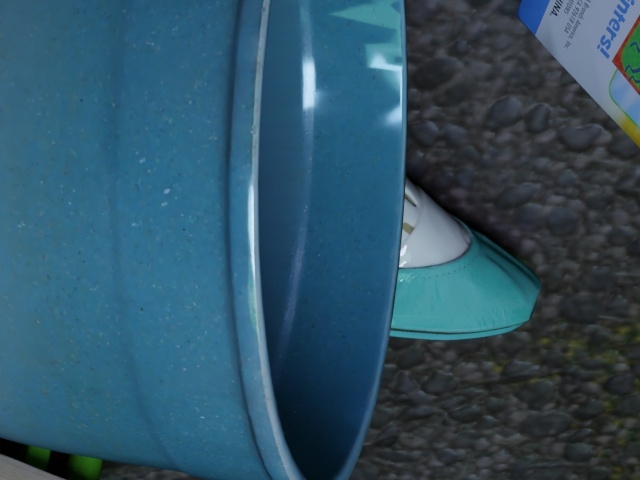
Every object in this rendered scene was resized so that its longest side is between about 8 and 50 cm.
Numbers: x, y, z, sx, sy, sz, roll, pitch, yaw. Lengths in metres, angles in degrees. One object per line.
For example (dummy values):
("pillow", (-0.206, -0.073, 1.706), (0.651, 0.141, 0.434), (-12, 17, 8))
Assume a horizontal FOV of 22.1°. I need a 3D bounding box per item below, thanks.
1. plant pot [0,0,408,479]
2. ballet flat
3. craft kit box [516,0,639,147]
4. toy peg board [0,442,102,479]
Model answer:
("plant pot", (-0.112, -0.039, 0.660), (0.255, 0.271, 0.271), (2, 136, 12))
("ballet flat", (0.000, 0.000, 0.823), (0.247, 0.083, 0.087), (2, 120, -10))
("craft kit box", (0.200, -0.111, 0.618), (0.061, 0.246, 0.250), (-11, 141, -30))
("toy peg board", (-0.206, 0.128, 0.944), (0.161, 0.079, 0.160), (28, 142, -27))
